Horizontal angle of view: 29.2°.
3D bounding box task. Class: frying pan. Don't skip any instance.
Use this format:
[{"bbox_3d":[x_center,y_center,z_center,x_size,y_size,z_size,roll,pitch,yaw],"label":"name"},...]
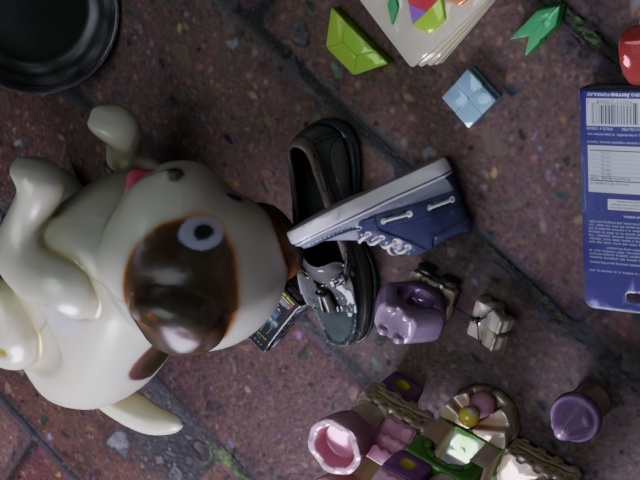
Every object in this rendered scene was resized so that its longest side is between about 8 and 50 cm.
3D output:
[{"bbox_3d":[-0.339,-0.336,1.459,0.053,0.197,0.326,-130,40,-64],"label":"frying pan"}]

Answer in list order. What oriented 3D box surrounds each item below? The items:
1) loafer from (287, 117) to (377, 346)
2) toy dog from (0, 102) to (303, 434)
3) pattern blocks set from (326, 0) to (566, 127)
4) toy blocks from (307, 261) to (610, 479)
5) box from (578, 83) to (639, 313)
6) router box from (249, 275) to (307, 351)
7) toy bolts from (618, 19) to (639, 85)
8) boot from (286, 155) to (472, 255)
[{"bbox_3d":[0.000,0.000,1.388,0.096,0.084,0.267,3,108,32],"label":"loafer"},{"bbox_3d":[-0.221,0.050,1.390,0.408,0.285,0.395,-18,95,44],"label":"toy dog"},{"bbox_3d":[0.097,-0.287,1.263,0.325,0.026,0.285,41,124,14],"label":"pattern blocks set"},{"bbox_3d":[0.117,0.243,1.289,0.289,0.260,0.308,27,119,23],"label":"toy blocks"},{"bbox_3d":[0.322,-0.038,1.196,0.136,0.036,0.225,6,107,32],"label":"box"},{"bbox_3d":[-0.077,0.060,1.488,0.122,0.038,0.092,46,126,11],"label":"router box"},{"bbox_3d":[0.361,-0.155,0.995,0.159,0.228,0.218,13,76,33],"label":"toy bolts"},{"bbox_3d":[0.065,-0.013,1.307,0.190,0.069,0.086,-24,96,1],"label":"boot"}]
